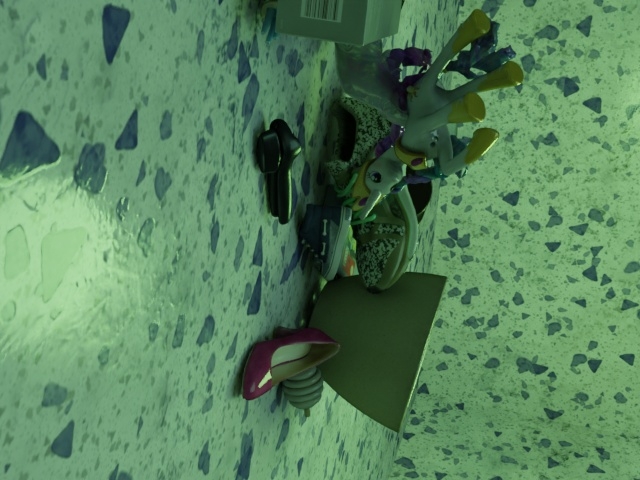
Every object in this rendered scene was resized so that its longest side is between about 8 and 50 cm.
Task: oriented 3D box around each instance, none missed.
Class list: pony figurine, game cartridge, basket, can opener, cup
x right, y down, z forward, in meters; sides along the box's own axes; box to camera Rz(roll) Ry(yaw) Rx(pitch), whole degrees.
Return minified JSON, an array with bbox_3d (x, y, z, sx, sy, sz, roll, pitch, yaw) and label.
[{"bbox_3d":[0.179,-0.236,1.463,0.363,0.303,0.351,-33,-140,50],"label":"pony figurine"},{"bbox_3d":[0.050,-0.008,1.811,0.294,0.060,0.196,53,44,-71],"label":"game cartridge"},{"bbox_3d":[0.169,-0.108,1.847,0.227,0.154,0.204,-121,-173,-87],"label":"basket"},{"bbox_3d":[-0.066,-0.106,1.305,0.186,0.073,0.059,90,-22,-44],"label":"can opener"},{"bbox_3d":[0.102,0.197,1.719,0.331,0.237,0.331,18,90,-81],"label":"cup"}]

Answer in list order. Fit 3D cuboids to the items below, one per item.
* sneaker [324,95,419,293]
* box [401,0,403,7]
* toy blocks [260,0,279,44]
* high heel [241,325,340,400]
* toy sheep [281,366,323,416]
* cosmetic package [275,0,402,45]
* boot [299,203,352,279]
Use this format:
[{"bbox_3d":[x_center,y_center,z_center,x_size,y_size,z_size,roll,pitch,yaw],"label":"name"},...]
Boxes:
[{"bbox_3d":[0.074,-0.100,1.625,0.182,0.158,0.410,9,72,-36],"label":"sneaker"},{"bbox_3d":[0.052,-0.431,1.339,0.180,0.147,0.077,67,35,-67],"label":"box"},{"bbox_3d":[-0.055,-0.358,1.154,0.123,0.054,0.148,77,27,-59],"label":"toy blocks"},{"bbox_3d":[-0.050,0.212,1.420,0.244,0.117,0.082,-37,134,-70],"label":"high heel"},{"bbox_3d":[-0.034,0.276,1.598,0.091,0.091,0.132,-49,128,-64],"label":"toy sheep"},{"bbox_3d":[0.033,-0.332,1.152,0.238,0.127,0.107,-54,152,-65],"label":"cosmetic package"},{"bbox_3d":[0.000,0.000,1.574,0.190,0.086,0.069,104,-6,-46],"label":"boot"}]
